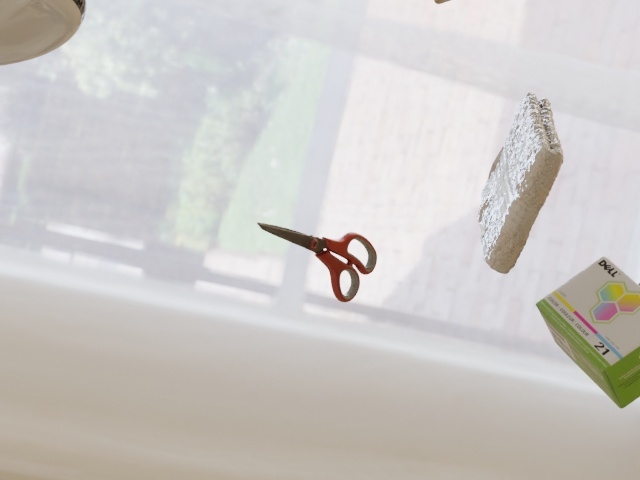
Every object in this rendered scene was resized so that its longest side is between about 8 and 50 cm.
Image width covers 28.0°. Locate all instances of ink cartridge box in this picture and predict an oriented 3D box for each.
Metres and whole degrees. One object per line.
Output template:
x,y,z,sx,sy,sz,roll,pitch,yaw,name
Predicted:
0.475,0.095,1.866,0.255,0.097,0.189,-35,37,-3,ink cartridge box

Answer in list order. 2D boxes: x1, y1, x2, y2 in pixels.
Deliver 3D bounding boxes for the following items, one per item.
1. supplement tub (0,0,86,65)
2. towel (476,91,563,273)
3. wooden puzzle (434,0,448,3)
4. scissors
-0.335,-0.346,1.247,0.193,0.194,0.315,132,133,-62,supplement tub
0.274,-0.088,1.786,0.282,0.049,0.187,-79,9,-68,towel
0.318,-0.406,1.944,0.221,0.239,0.044,-30,-66,-53,wooden puzzle
0.000,0.000,1.978,0.021,0.297,0.109,19,75,40,scissors
